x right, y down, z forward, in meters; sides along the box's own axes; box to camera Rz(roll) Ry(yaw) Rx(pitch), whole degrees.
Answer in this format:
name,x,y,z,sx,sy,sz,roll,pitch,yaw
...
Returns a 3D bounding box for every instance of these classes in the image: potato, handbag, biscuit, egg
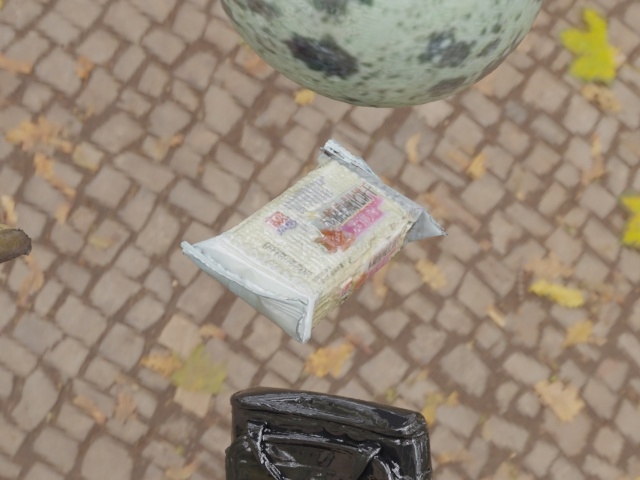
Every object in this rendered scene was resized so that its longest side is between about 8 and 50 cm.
name,x,y,z,sx,sy,sz,roll,pitch,yaw
potato,-0.234,0.001,0.925,0.093,0.037,0.036,-24,53,-40
handbag,0.004,0.301,1.706,0.088,0.275,0.244,-15,108,-54
biscuit,-0.003,-0.003,1.605,0.186,0.079,0.309,37,44,16
egg,0.022,-0.119,0.579,0.132,0.132,0.172,55,32,14
